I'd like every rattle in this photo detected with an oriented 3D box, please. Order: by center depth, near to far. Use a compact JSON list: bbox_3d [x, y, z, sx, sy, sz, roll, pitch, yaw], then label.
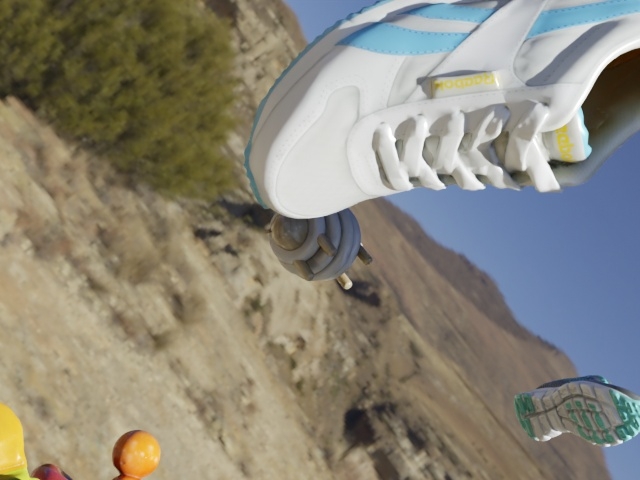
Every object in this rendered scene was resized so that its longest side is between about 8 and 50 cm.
[{"bbox_3d":[-0.340,0.287,1.035,0.143,0.130,0.199,45,-17,27],"label":"rattle"}]

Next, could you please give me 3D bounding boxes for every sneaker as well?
[{"bbox_3d":[0.073,-0.064,0.437,0.087,0.229,0.092,60,9,-50],"label":"sneaker"},{"bbox_3d":[0.256,0.150,0.898,0.166,0.076,0.065,-14,-83,65],"label":"sneaker"}]

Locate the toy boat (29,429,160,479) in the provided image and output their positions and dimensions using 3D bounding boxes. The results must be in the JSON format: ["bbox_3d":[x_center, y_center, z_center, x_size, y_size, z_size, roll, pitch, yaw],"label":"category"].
[{"bbox_3d":[-0.238,0.304,1.153,0.151,0.231,0.151,81,18,-63],"label":"toy boat"}]

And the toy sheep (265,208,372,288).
[{"bbox_3d":[0.000,0.000,0.909,0.132,0.091,0.091,21,26,-54],"label":"toy sheep"}]
